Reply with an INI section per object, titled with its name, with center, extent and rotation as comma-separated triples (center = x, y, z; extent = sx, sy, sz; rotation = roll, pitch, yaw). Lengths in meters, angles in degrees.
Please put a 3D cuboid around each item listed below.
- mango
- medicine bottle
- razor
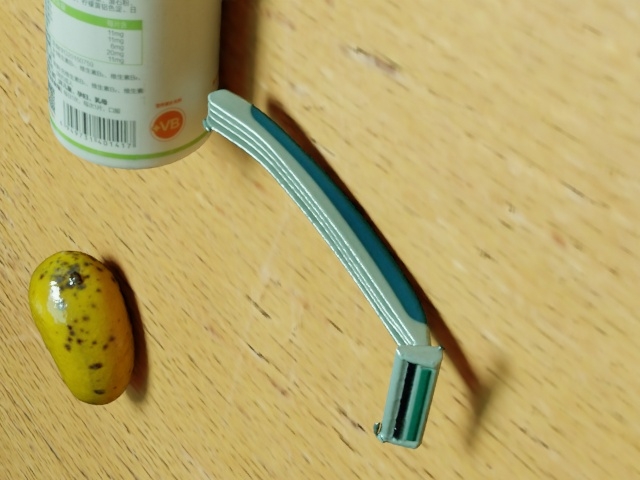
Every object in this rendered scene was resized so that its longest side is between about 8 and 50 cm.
[mango]
center = -0.154, 0.058, 1.013
extent = 0.079, 0.057, 0.114
rotation = 31, 137, 43
[medicine bottle]
center = -0.087, -0.128, 0.725
extent = 0.086, 0.086, 0.183
rotation = 49, 146, 38
[razor]
center = 0.004, -0.001, 0.687
extent = 0.191, 0.037, 0.068
rotation = 57, 155, 32
